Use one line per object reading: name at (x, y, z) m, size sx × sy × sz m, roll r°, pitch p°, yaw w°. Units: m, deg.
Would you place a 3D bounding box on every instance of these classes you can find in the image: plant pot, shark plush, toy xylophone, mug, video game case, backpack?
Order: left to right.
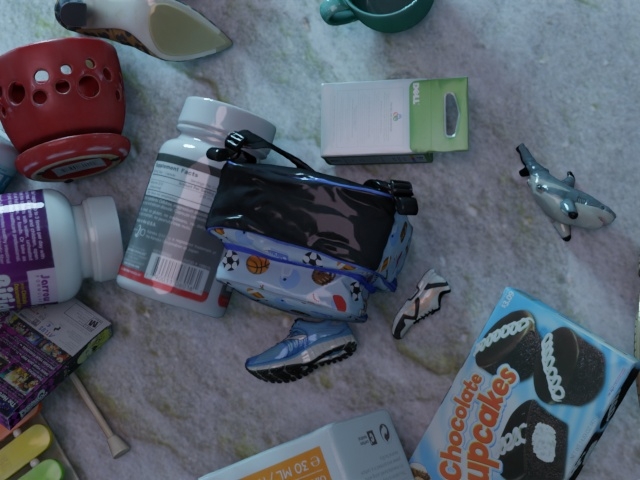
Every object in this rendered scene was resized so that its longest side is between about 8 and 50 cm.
video game case at (-0.459, 0.135, 1.505) m, size 0.232 × 0.041 × 0.210 m, roll 31°, pitch 53°, yaw 17°
toy xylophone at (-0.431, 0.300, 1.512) m, size 0.236 × 0.081 × 0.322 m, roll -45°, pitch 74°, yaw 4°
plant pot at (-0.376, -0.186, 1.516) m, size 0.191 × 0.191 × 0.174 m, roll -16°, pitch 81°, yaw 12°
backpack at (0.000, 0.000, 1.353) m, size 0.277 × 0.263 × 0.213 m, roll 19°, pitch 92°, yaw 19°
mug at (0.086, -0.362, 1.469) m, size 0.158 × 0.097 × 0.129 m, roll 6°, pitch 84°, yaw 16°
shark plush at (0.323, -0.067, 1.403) m, size 0.067 × 0.073 × 0.161 m, roll -33°, pitch 53°, yaw -12°

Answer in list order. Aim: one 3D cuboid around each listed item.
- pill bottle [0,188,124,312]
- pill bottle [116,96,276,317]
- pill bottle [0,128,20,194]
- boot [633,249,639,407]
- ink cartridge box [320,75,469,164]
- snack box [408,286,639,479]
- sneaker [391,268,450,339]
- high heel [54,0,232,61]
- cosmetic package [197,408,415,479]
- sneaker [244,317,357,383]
pill bottle at (-0.438, 0.016, 1.469) m, size 0.302 × 0.169 × 0.169 m, roll -9°, pitch 78°, yaw -15°
pill bottle at (-0.169, -0.047, 1.455) m, size 0.161 × 0.161 × 0.283 m, roll 17°, pitch 86°, yaw 16°
pill bottle at (-0.578, -0.066, 1.572) m, size 0.146 × 0.146 × 0.264 m, roll 35°, pitch 91°, yaw 17°
boot at (0.502, 0.108, 1.293) m, size 0.207 × 0.090 × 0.248 m, roll 4°, pitch 79°, yaw 17°
ink cartridge box at (0.107, -0.167, 1.452) m, size 0.209 × 0.062 × 0.108 m, roll -1°, pitch 81°, yaw 14°
snack box at (0.244, 0.243, 1.314) m, size 0.187 × 0.060 × 0.321 m, roll 32°, pitch 101°, yaw 29°
sneaker at (0.138, 0.093, 1.417) m, size 0.044 × 0.040 × 0.109 m, roll 35°, pitch 92°, yaw 15°
high heel at (-0.273, -0.336, 1.582) m, size 0.261 × 0.186 × 0.093 m, roll 8°, pitch 103°, yaw -18°
cosmetic package at (0.040, 0.468, 1.295) m, size 0.230 × 0.161 × 0.453 m, roll -29°, pitch 75°, yaw 28°
sneaker at (-0.030, 0.149, 1.452) m, size 0.162 × 0.063 × 0.073 m, roll -20°, pitch 60°, yaw 6°
